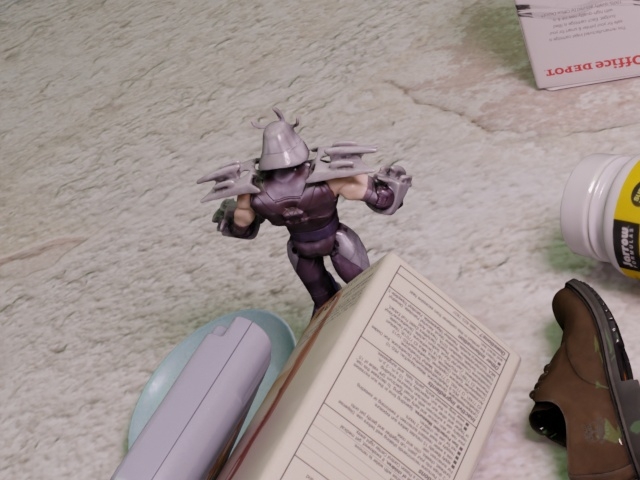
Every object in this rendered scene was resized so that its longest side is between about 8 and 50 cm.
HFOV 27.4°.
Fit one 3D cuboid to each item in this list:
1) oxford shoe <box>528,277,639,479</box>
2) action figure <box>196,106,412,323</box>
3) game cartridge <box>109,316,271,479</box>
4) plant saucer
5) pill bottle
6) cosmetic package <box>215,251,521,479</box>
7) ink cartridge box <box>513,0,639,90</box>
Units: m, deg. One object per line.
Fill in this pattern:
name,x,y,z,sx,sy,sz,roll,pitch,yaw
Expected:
oxford shoe,0.211,0.113,1.085,0.096,0.083,0.227,-20,32,12
action figure,0.000,0.000,1.182,0.185,0.285,0.099,-3,37,27
game cartridge,-0.127,0.210,0.994,0.062,0.297,0.198,25,48,1
plant saucer,-0.093,0.152,1.222,0.195,0.037,0.195,-25,39,22
pill bottle,0.326,-0.015,1.164,0.208,0.119,0.119,13,47,43
cosmetic package,0.023,0.171,1.019,0.129,0.153,0.296,-42,10,47
ink cartridge box,0.300,-0.286,1.491,0.148,0.203,0.086,-6,34,23
